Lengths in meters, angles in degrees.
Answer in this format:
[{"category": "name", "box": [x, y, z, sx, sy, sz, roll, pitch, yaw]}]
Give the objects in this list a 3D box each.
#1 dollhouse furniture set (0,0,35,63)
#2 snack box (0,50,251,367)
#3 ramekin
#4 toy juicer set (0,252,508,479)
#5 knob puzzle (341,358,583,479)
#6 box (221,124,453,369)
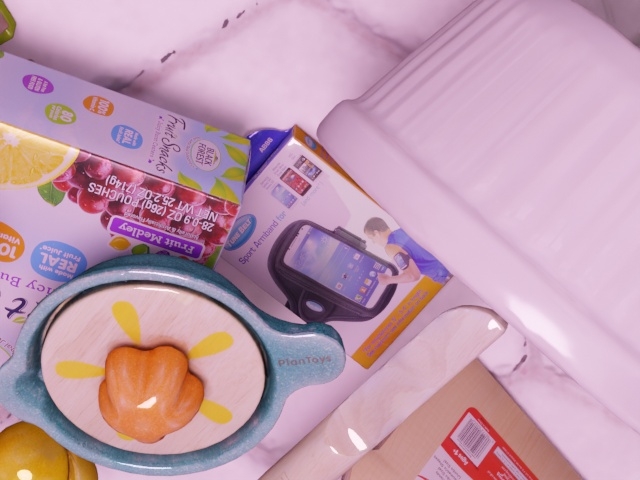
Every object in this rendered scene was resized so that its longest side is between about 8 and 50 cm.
[{"category": "dollhouse furniture set", "box": [-0.192, -0.086, 0.910, 0.076, 0.058, 0.152, -28, 106, 11]}, {"category": "snack box", "box": [-0.162, -0.004, 0.905, 0.207, 0.070, 0.174, 21, 124, -9]}, {"category": "ramekin", "box": [0.137, -0.010, 0.830, 0.273, 0.273, 0.127, 39, 95, -12]}, {"category": "toy juicer set", "box": [-0.093, 0.090, 0.872, 0.329, 0.089, 0.209, 15, 126, -9]}, {"category": "knob puzzle", "box": [0.075, 0.188, 0.966, 0.213, 0.030, 0.213, 6, 77, -30]}, {"category": "box", "box": [0.000, 0.000, 0.953, 0.136, 0.028, 0.081, 37, 106, -13]}]
